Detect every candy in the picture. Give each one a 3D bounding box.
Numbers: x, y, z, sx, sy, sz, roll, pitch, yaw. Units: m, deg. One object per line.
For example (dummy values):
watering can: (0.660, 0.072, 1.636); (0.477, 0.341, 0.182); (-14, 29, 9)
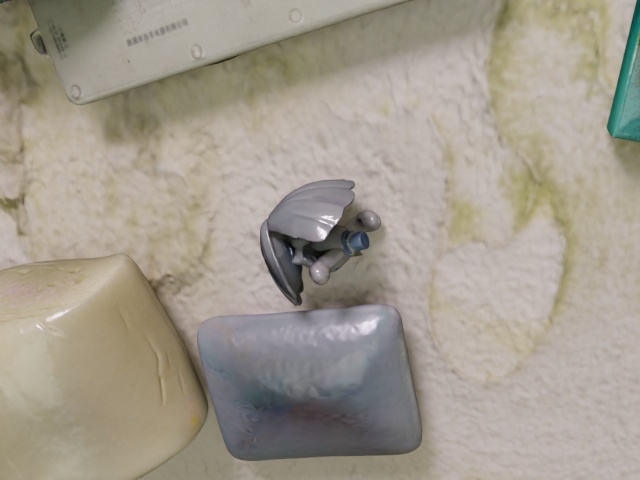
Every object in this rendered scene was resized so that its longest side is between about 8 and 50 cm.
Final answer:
candy: (-0.010, 0.121, 0.614); (0.174, 0.071, 0.138); (-7, 109, 15)

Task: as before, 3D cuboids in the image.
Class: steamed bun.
steamed bun: (-0.239, 0.124, 0.625); (0.250, 0.155, 0.200); (-18, 106, 16)

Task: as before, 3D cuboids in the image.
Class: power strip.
power strip: (-0.042, -0.190, 0.517); (0.367, 0.043, 0.106); (-12, 108, 18)

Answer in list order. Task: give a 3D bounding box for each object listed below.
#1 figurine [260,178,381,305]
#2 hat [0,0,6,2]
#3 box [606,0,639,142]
figurine: (0.000, 0.000, 0.555); (0.086, 0.094, 0.082); (-24, 116, 14)
hat: (-0.233, -0.229, 0.510); (0.191, 0.078, 0.138); (-13, 76, 19)
box: (0.313, -0.128, 0.455); (0.226, 0.042, 0.160); (9, 111, 10)
